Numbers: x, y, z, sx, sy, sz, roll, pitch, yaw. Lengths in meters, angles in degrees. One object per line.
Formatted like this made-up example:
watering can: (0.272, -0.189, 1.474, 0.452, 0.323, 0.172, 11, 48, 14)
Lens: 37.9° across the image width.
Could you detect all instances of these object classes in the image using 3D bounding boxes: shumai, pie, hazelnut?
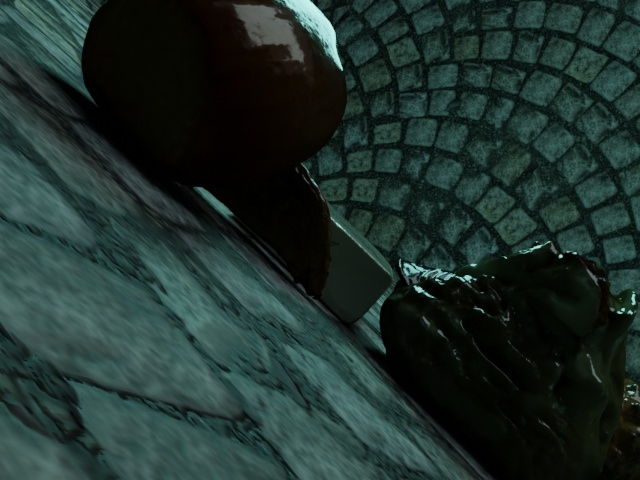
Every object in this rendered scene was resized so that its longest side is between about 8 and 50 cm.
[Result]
shumai: (0.194, 0.102, 0.884, 0.256, 0.218, 0.189, 43, 12, 5)
pie: (-0.044, -0.040, 0.835, 0.191, 0.088, 0.033, 44, 26, 8)
hazelnut: (-0.086, -0.144, 0.751, 0.186, 0.210, 0.210, 44, 2, -45)

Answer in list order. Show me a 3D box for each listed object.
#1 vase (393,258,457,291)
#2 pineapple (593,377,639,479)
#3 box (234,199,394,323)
vase: (0.209, 0.075, 1.115, 0.238, 0.115, 0.115, 0, 4, 0)
pineapple: (0.257, 0.174, 1.169, 0.361, 0.175, 0.175, 42, 1, 42)
box: (0.000, 0.000, 1.009, 0.168, 0.071, 0.259, 44, 3, 2)
